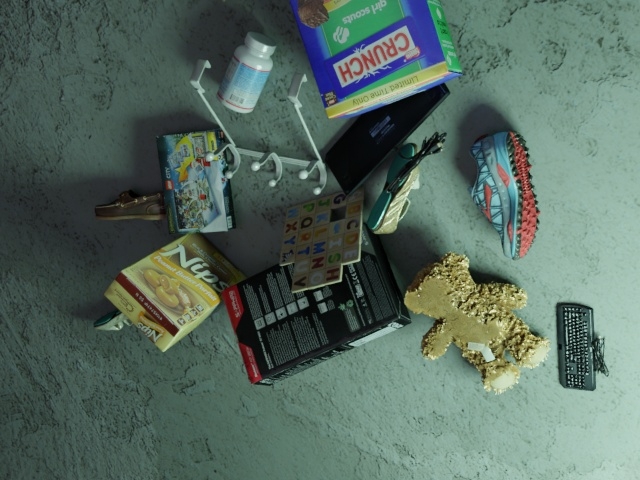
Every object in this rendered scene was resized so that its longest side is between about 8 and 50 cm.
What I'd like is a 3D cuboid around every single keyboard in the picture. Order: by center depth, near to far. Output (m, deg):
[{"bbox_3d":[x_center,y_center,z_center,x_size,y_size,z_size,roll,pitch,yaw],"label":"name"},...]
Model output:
[{"bbox_3d":[0.149,-0.203,1.807,0.317,0.033,0.201,-45,58,29],"label":"keyboard"},{"bbox_3d":[0.540,0.226,1.820,0.100,0.038,0.192,-1,108,23],"label":"keyboard"}]

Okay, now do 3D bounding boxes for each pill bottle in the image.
[{"bbox_3d":[-0.155,-0.360,1.883,0.087,0.087,0.160,33,117,10],"label":"pill bottle"}]

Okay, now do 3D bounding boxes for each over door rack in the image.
[{"bbox_3d":[-0.130,-0.217,1.832,0.240,0.108,0.324,12,148,18],"label":"over door rack"}]

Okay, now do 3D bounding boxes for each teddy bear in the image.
[{"bbox_3d":[0.326,0.172,1.849,0.338,0.113,0.245,28,116,-3],"label":"teddy bear"}]

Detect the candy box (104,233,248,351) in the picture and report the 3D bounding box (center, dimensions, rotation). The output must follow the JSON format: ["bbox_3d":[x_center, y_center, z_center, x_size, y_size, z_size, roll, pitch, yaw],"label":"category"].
[{"bbox_3d":[-0.316,0.104,1.982,0.183,0.316,0.087,44,119,4],"label":"candy box"}]

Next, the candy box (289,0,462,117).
[{"bbox_3d":[0.098,-0.426,1.712,0.268,0.122,0.317,-18,92,27],"label":"candy box"}]

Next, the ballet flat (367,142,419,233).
[{"bbox_3d":[0.166,-0.106,1.847,0.206,0.067,0.073,-63,35,15],"label":"ballet flat"}]

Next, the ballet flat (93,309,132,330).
[{"bbox_3d":[-0.513,0.203,2.252,0.168,0.057,0.052,-27,106,29],"label":"ballet flat"}]

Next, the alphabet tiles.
[{"bbox_3d":[0.000,0.000,1.884,0.198,0.237,0.009,-15,139,26],"label":"alphabet tiles"}]

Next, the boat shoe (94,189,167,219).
[{"bbox_3d":[-0.450,-0.088,2.116,0.207,0.073,0.073,-2,105,16],"label":"boat shoe"}]

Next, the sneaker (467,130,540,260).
[{"bbox_3d":[0.362,-0.089,1.768,0.125,0.104,0.261,1,105,41],"label":"sneaker"}]

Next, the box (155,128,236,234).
[{"bbox_3d":[-0.286,-0.134,2.025,0.159,0.044,0.233,-3,98,24],"label":"box"}]

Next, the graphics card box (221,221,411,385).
[{"bbox_3d":[-0.013,0.142,1.909,0.371,0.094,0.232,-27,68,18],"label":"graphics card box"}]
